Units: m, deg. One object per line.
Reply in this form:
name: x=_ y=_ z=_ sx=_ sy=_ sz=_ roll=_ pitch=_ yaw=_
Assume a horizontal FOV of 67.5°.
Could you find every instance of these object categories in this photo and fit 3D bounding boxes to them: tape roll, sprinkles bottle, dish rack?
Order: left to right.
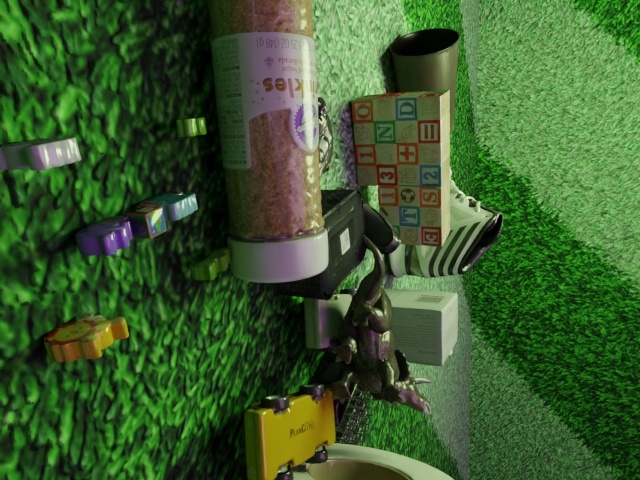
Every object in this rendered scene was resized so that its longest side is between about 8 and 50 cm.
sprinkles bottle: x=-0.060 y=-0.134 z=0.550 sx=0.121 sy=0.122 sz=0.354 roll=-27 pitch=117 yaw=-61
dish rack: x=0.056 y=0.315 z=0.900 sx=0.208 sy=0.074 sz=0.271 roll=-54 pitch=140 yaw=-47
tape roll: x=0.048 y=0.366 z=0.648 sx=0.286 sy=0.287 sz=0.100 roll=22 pitch=73 yaw=-63

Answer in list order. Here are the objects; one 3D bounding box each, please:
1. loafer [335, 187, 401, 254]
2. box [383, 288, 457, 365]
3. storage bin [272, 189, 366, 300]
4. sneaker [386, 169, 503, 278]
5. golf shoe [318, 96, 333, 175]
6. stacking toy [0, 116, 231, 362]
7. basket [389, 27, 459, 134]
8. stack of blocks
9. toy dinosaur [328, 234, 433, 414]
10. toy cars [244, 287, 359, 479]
loafer: x=0.073 y=-0.035 z=0.830 sx=0.062 sy=0.170 sz=0.061 roll=-46 pitch=134 yaw=0
box: x=0.198 y=0.184 z=1.057 sx=0.181 sy=0.182 sz=0.118 roll=-13 pitch=102 yaw=-64
storage bin: x=0.000 y=0.000 z=0.733 sx=0.180 sy=0.085 sz=0.121 roll=-41 pitch=129 yaw=-56
sneaker: x=0.338 y=-0.102 z=1.228 sx=0.169 sy=0.258 sz=0.446 roll=51 pitch=48 yaw=-55
golf shoe: x=-0.016 y=-0.109 z=0.696 sx=0.094 sy=0.077 sz=0.198 roll=51 pitch=49 yaw=-55
stacking toy: x=-0.164 y=-0.019 z=0.434 sx=0.221 sy=0.052 sz=0.166 roll=-41 pitch=130 yaw=-59
basket: x=0.256 y=-0.367 z=1.162 sx=0.204 sy=0.154 sz=0.226 roll=-57 pitch=145 yaw=-45
stack of blocks: x=0.167 y=-0.142 z=0.967 sx=0.087 sy=0.171 sz=0.296 roll=-44 pitch=132 yaw=-55
toy dinosaur: x=0.074 y=0.145 z=0.725 sx=0.160 sy=0.121 sz=0.313 roll=-43 pitch=116 yaw=-72
toy cars: x=-0.022 y=0.189 z=0.712 sx=0.176 sy=0.087 sz=0.393 roll=67 pitch=30 yaw=-27
